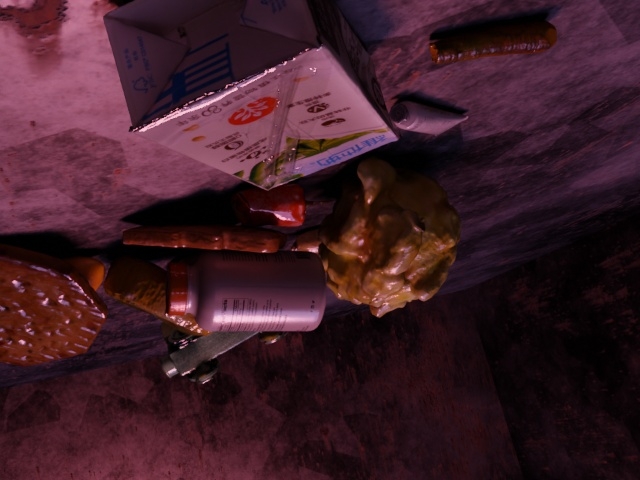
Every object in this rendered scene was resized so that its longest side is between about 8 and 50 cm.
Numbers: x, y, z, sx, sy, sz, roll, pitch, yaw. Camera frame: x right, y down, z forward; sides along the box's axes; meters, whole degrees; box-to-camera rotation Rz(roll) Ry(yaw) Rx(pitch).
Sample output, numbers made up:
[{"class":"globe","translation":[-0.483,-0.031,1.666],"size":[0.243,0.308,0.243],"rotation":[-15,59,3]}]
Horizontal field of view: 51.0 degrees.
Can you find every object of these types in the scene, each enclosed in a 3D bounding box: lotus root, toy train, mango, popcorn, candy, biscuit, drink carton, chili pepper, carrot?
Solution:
[{"class":"lotus root","translation":[0.000,0.000,1.629],"size":[0.152,0.063,0.072],"rotation":[-15,-155,-14]},{"class":"toy train","translation":[-0.261,0.226,1.829],"size":[0.397,0.160,0.253],"rotation":[-30,-163,-9]},{"class":"mango","translation":[-0.526,0.099,1.342],"size":[0.217,0.102,0.141],"rotation":[-26,135,7]},{"class":"popcorn","translation":[0.140,-0.003,1.307],"size":[0.279,0.274,0.335],"rotation":[-7,165,-41]},{"class":"candy","translation":[-0.328,0.112,1.412],"size":[0.259,0.118,0.260],"rotation":[22,168,5]},{"class":"biscuit","translation":[-0.579,0.126,1.246],"size":[0.359,0.046,0.359],"rotation":[-5,139,-4]},{"class":"drink carton","translation":[-0.051,-0.166,0.713],"size":[0.194,0.132,0.324],"rotation":[-19,168,15]},{"class":"chili pepper","translation":[-0.064,-0.066,1.234],"size":[0.192,0.084,0.086],"rotation":[-7,-152,-17]},{"class":"carrot","translation":[0.219,-0.251,0.856],"size":[0.170,0.042,0.042],"rotation":[-12,167,-10]},{"class":"biscuit","translation":[-0.213,-0.010,1.260],"size":[0.306,0.043,0.284],"rotation":[2,-176,-24]}]

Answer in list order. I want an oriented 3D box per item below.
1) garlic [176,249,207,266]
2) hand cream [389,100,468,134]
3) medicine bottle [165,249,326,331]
[{"class":"garlic","translation":[-0.289,0.099,1.633],"size":[0.164,0.145,0.245],"rotation":[-44,-175,-29]},{"class":"hand cream","translation":[0.169,-0.193,1.065],"size":[0.067,0.042,0.194],"rotation":[-33,165,32]},{"class":"medicine bottle","translation":[-0.144,0.094,1.274],"size":[0.288,0.157,0.157],"rotation":[2,162,-17]}]
